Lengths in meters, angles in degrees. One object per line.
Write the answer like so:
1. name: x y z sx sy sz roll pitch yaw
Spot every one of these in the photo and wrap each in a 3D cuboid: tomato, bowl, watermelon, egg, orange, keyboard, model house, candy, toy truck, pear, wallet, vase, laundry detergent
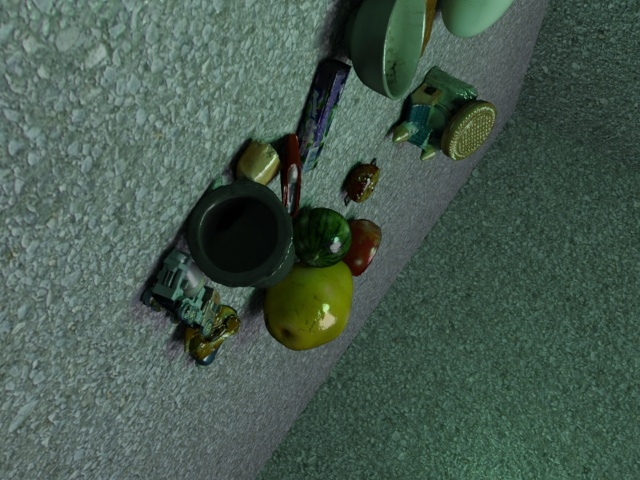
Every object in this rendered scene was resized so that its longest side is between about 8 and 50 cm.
1. tomato: 0.126 0.010 2.527 0.200 0.139 0.233 -57 -162 17
2. bowl: 0.148 -0.504 1.678 0.289 0.146 0.289 -49 148 -47
3. watermelon: 0.000 0.000 2.070 0.188 0.188 0.215 103 0 -45
4. egg: 0.490 -0.787 2.038 0.230 0.230 0.371 -40 159 -45
5. orange: -0.299 0.236 1.803 0.170 0.112 0.160 -21 157 -26
6. keyboard: 0.145 -0.209 2.421 0.198 0.010 0.063 -54 164 -13
7. model house: 0.385 -0.418 2.444 0.325 0.194 0.267 -42 157 -33
8. candy: -0.006 -0.316 1.756 0.088 0.061 0.312 -34 151 -55
9. toy truck: -0.314 0.123 1.591 0.257 0.108 0.140 64 46 -66
10. pear: -0.030 0.198 2.169 0.336 0.285 0.285 -22 142 -40
11. wallet: -0.075 -0.164 1.673 0.204 0.045 0.142 -98 -166 -60
12. vase: -0.161 0.015 1.621 0.245 0.245 0.291 -56 167 -7
13. laundry detergent: -0.310 0.284 1.932 0.206 0.061 0.096 -63 170 16

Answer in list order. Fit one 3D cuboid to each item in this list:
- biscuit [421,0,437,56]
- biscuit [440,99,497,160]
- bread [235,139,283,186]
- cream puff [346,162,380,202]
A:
1. biscuit: 0.307 -0.665 2.028 0.289 0.044 0.202 72 40 -74
2. biscuit: 0.533 -0.397 2.436 0.259 0.079 0.259 -32 148 -23
3. bread: -0.149 -0.172 1.586 0.106 0.082 0.125 -43 169 -13
4. cream puff: 0.141 -0.200 2.306 0.149 0.084 0.149 -52 165 -20
